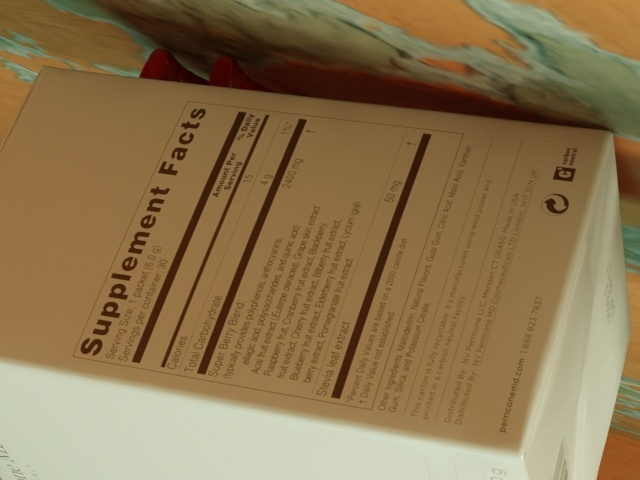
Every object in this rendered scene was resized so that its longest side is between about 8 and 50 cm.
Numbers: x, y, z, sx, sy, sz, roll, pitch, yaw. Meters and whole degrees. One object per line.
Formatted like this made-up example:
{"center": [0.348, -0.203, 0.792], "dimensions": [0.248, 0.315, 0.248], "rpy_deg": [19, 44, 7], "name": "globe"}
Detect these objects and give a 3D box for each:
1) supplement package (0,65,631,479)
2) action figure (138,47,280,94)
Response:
{"center": [-0.014, 0.049, 0.792], "dimensions": [0.293, 0.175, 0.177], "rpy_deg": [8, 147, 20], "name": "supplement package"}
{"center": [0.000, 0.000, 0.960], "dimensions": [0.091, 0.139, 0.280], "rpy_deg": [15, 176, 44], "name": "action figure"}
